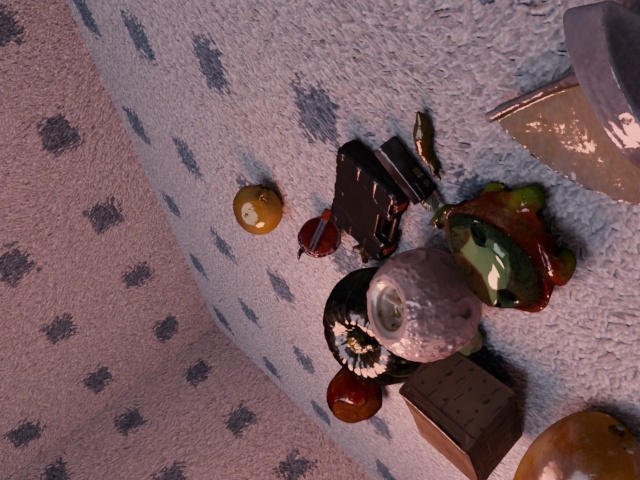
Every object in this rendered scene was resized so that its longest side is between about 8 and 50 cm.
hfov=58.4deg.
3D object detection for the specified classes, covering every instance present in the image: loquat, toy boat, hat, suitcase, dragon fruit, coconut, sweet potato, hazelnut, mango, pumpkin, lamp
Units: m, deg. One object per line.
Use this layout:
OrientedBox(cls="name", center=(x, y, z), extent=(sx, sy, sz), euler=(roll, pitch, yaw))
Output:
OrientedBox(cls="loquat", center=(-0.202, -0.109, 1.875), extent=(0.172, 0.149, 0.204), euler=(52, 146, 15))
OrientedBox(cls="toy boat", center=(0.388, -0.158, 0.778), extent=(0.276, 0.111, 0.293), euler=(49, 169, 10))
OrientedBox(cls="hat", center=(-0.002, -0.003, 1.728), extent=(0.227, 0.129, 0.140), euler=(90, -177, -79))
OrientedBox(cls="suitcase", center=(0.116, -0.091, 1.402), extent=(0.206, 0.066, 0.285), euler=(44, 155, 24))
OrientedBox(cls="dragon fruit", center=(0.339, 0.022, 1.071), extent=(0.268, 0.130, 0.295), euler=(42, 155, 37))
OrientedBox(cls="coconut", center=(0.354, 0.239, 1.391), extent=(0.083, 0.082, 0.081), euler=(146, 126, -63))
OrientedBox(cls="sweet potato", center=(0.207, -0.187, 1.137), extent=(0.041, 0.038, 0.153), euler=(-120, 6, -59))
OrientedBox(cls="hazelnut", center=(0.134, 0.561, 2.128), extent=(0.218, 0.218, 0.234), euler=(46, 137, 17))
OrientedBox(cls="mango", center=(0.533, 0.512, 1.217), extent=(0.221, 0.199, 0.384), euler=(-108, 33, -48))
OrientedBox(cls="pumpkin", center=(0.157, 0.226, 1.535), extent=(0.323, 0.241, 0.323), euler=(26, 129, 37))
OrientedBox(cls="lamp", center=(0.127, 0.029, 1.595), extent=(0.063, 0.031, 0.083), euler=(53, 153, -1))

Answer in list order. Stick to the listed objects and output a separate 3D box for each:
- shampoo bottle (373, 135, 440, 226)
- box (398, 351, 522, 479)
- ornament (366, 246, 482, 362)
OrientedBox(cls="shampoo bottle", center=(0.196, -0.123, 1.218), extent=(0.207, 0.057, 0.063), euler=(53, 156, 4))
OrientedBox(cls="box", center=(0.360, 0.442, 1.452), extent=(0.225, 0.190, 0.297), euler=(36, 162, 39))
OrientedBox(cls="ornament", center=(0.235, 0.142, 1.280), extent=(0.259, 0.225, 0.259), euler=(15, 108, 60))
